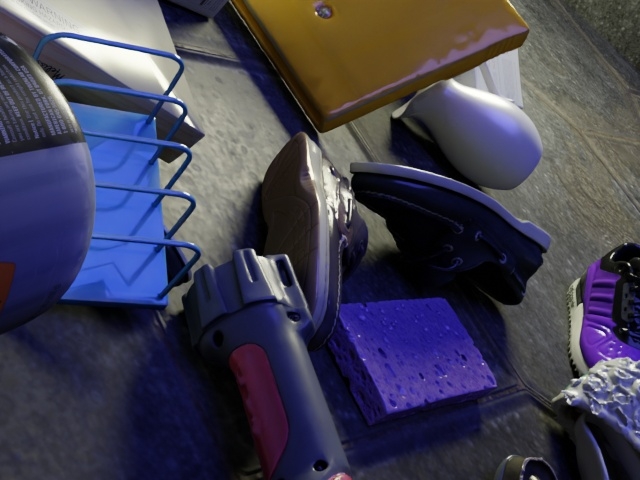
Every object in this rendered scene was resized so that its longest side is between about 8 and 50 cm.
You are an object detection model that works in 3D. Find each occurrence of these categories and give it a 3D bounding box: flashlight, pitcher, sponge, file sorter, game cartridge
[{"bbox_3d":[-0.037,0.145,0.661,0.103,0.103,0.304,13,39,-38],"label":"flashlight"},{"bbox_3d":[0.232,-0.187,1.328,0.207,0.125,0.177,36,74,-12],"label":"pitcher"},{"bbox_3d":[0.092,0.115,0.915,0.210,0.031,0.117,2,52,-52],"label":"sponge"},{"bbox_3d":[-0.158,-0.049,0.661,0.118,0.104,0.170,6,62,-29],"label":"file sorter"},{"bbox_3d":[0.068,-0.313,1.197,0.324,0.052,0.285,-25,71,-21],"label":"game cartridge"}]

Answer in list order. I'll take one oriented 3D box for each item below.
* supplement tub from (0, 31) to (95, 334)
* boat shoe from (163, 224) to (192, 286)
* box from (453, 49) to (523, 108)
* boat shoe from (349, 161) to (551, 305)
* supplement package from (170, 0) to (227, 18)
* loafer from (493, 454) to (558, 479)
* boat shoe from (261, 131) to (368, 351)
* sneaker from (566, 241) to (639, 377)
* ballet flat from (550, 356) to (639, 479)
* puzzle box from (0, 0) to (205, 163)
[{"bbox_3d":[-0.277,-0.005,0.428,0.193,0.193,0.316,51,31,7],"label":"supplement tub"},{"bbox_3d":[-0.157,-0.011,0.741,0.042,0.049,0.133,-42,95,-32],"label":"boat shoe"},{"bbox_3d":[0.248,-0.275,1.469,0.170,0.091,0.130,-3,88,-54],"label":"box"},{"bbox_3d":[0.147,0.003,1.048,0.127,0.113,0.340,12,-7,40],"label":"boat shoe"},{"bbox_3d":[-0.193,-0.422,1.024,0.263,0.198,0.199,11,45,-48],"label":"supplement package"},{"bbox_3d":[0.228,0.298,0.811,0.094,0.087,0.251,24,37,-34],"label":"loafer"},{"bbox_3d":[0.000,0.000,0.869,0.092,0.103,0.285,27,29,-23],"label":"boat shoe"},{"bbox_3d":[0.413,0.098,1.216,0.102,0.146,0.293,29,32,-12],"label":"sneaker"},{"bbox_3d":[0.373,0.315,0.970,0.147,0.147,0.408,14,40,-44],"label":"ballet flat"},{"bbox_3d":[-0.280,-0.251,0.771,0.409,0.052,0.272,30,30,-49],"label":"puzzle box"}]
